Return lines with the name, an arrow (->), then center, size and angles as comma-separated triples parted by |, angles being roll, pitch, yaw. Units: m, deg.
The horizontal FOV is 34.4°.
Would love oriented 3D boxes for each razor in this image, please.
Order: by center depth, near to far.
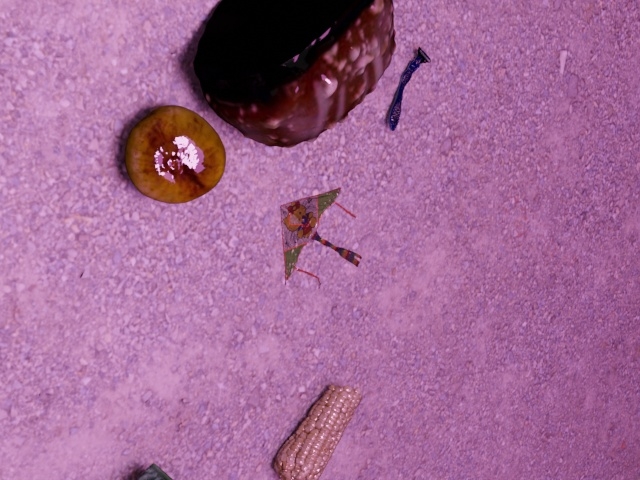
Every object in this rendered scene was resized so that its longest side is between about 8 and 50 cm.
razor -> 0.149, -0.265, 1.831 | 0.044, 0.028, 0.154 | 31, 80, -51

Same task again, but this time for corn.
corn -> -0.006, 0.346, 1.858 | 0.211, 0.087, 0.087 | -58, 136, -23

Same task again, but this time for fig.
fig -> -0.202, -0.119, 1.453 | 0.153, 0.121, 0.136 | 10, 101, -48

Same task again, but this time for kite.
kite -> 0.000, 0.000, 1.788 | 0.244, 0.006, 0.198 | 37, 76, -46

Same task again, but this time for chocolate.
chocolate -> -0.018, -0.274, 1.524 | 0.340, 0.225, 0.210 | -51, 142, -21

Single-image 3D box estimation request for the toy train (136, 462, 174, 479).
toy train -> -0.259, 0.478, 1.568 | 0.272, 0.159, 0.188 | -48, 144, -13
